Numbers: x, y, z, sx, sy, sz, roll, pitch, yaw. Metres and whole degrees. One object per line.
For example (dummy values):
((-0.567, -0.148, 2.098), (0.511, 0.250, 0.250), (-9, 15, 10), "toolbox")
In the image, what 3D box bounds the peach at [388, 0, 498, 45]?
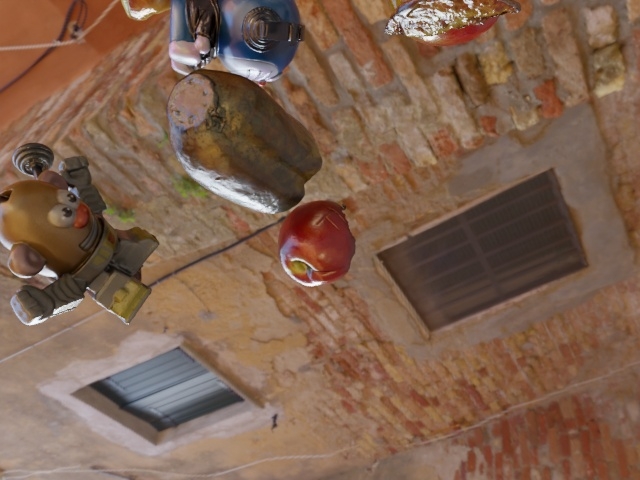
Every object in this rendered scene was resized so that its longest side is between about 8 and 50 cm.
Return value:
((0.210, -0.425, 0.860), (0.190, 0.192, 0.191), (170, 90, -83), "peach")

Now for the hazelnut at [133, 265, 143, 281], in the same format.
((-0.636, 0.102, 1.608), (0.160, 0.202, 0.170), (24, -156, -16), "hazelnut")

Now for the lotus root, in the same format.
((-0.165, -0.205, 1.062), (0.346, 0.250, 0.251), (30, -140, -60), "lotus root")

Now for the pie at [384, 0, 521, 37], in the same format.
((0.165, -0.306, 0.696), (0.088, 0.190, 0.033), (17, -105, -62), "pie")

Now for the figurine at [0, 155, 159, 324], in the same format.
((-0.442, 0.003, 0.922), (0.285, 0.167, 0.343), (46, -171, -43), "figurine")

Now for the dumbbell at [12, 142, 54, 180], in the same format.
((-0.803, -0.177, 1.475), (0.255, 0.110, 0.110), (58, -166, 29), "dumbbell")

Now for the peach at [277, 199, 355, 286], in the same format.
((0.000, 0.000, 1.288), (0.226, 0.195, 0.190), (-57, -49, -43), "peach")

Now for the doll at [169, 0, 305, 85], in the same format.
((-0.190, -0.490, 1.207), (0.284, 0.309, 0.241), (-122, 35, -66), "doll")

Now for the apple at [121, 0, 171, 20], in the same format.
((-0.433, -0.646, 1.268), (0.195, 0.160, 0.173), (34, 154, 58), "apple")
